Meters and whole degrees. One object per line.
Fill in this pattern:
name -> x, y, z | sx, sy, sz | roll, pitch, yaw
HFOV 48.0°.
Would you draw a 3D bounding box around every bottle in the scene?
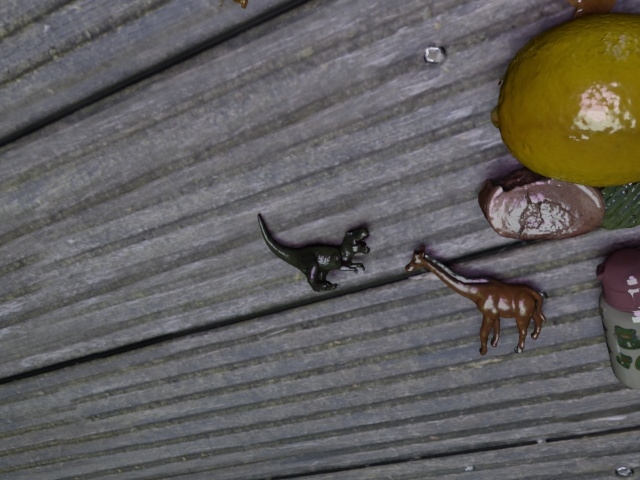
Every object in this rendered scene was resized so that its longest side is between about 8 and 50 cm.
bottle -> 0.533, 0.126, 1.204 | 0.120, 0.120, 0.253 | -10, 123, 21

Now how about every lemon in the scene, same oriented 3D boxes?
lemon -> 0.371, -0.184, 0.949 | 0.263, 0.236, 0.236 | -17, 124, -6

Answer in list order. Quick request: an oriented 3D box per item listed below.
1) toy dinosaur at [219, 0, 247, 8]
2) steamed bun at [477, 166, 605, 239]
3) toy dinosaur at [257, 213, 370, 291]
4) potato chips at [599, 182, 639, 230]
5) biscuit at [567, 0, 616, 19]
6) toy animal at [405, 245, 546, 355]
toy dinosaur -> -0.148, -0.387, 1.061 | 0.041, 0.026, 0.113 | -23, 126, 20
steamed bun -> 0.332, -0.067, 1.099 | 0.175, 0.145, 0.106 | -5, 109, 9
toy dinosaur -> 0.000, 0.000, 1.317 | 0.187, 0.087, 0.178 | -26, 80, 13
potato chips -> 0.497, -0.091, 1.112 | 0.092, 0.028, 0.207 | 20, 130, -2
biscuit -> 0.347, -0.403, 0.915 | 0.163, 0.035, 0.250 | -2, 126, 10
toy animal -> 0.279, 0.102, 1.285 | 0.224, 0.066, 0.229 | -10, 116, 16
